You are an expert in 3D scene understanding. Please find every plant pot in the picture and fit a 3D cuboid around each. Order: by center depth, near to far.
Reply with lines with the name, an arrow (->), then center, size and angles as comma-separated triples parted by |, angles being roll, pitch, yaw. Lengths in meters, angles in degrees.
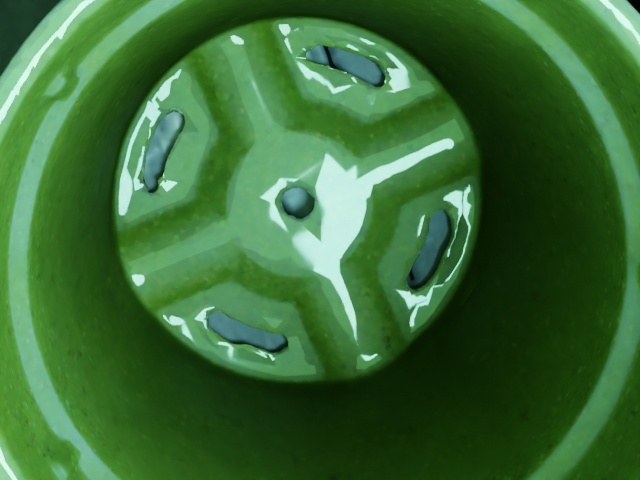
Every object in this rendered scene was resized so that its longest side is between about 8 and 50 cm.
plant pot -> 0.000, 0.000, 0.756 | 0.276, 0.254, 0.276 | -1, 98, -4

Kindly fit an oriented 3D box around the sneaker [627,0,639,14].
sneaker -> 0.187, -0.187, 0.816 | 0.147, 0.104, 0.295 | -9, 104, -8
